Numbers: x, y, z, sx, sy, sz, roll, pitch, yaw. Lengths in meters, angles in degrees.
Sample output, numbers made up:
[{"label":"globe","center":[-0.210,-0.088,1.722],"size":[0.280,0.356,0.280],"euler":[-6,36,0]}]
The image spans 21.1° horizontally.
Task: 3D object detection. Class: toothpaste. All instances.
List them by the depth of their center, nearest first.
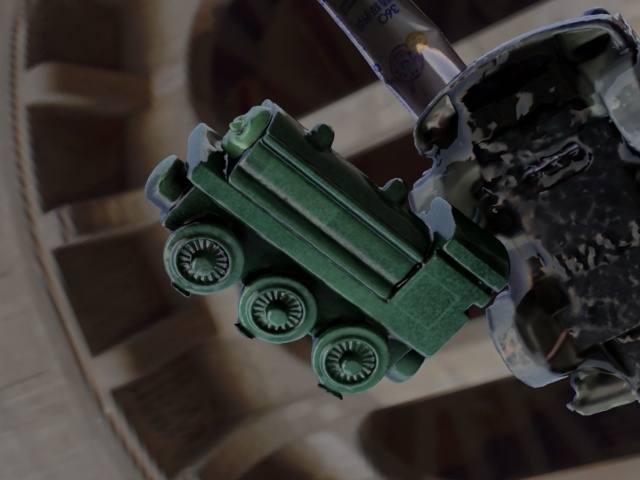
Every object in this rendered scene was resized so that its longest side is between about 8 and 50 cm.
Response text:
[{"label":"toothpaste","center":[0.062,-0.194,1.595],"size":[0.301,0.075,0.048],"euler":[48,-172,-13]}]

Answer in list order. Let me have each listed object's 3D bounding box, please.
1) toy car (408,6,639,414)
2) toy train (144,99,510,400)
[{"label":"toy car","center":[0.172,-0.030,1.031],"size":[0.235,0.172,0.158],"euler":[56,-154,-13]},{"label":"toy train","center":[0.000,0.000,0.842],"size":[0.170,0.111,0.071],"euler":[37,-162,-19]}]
